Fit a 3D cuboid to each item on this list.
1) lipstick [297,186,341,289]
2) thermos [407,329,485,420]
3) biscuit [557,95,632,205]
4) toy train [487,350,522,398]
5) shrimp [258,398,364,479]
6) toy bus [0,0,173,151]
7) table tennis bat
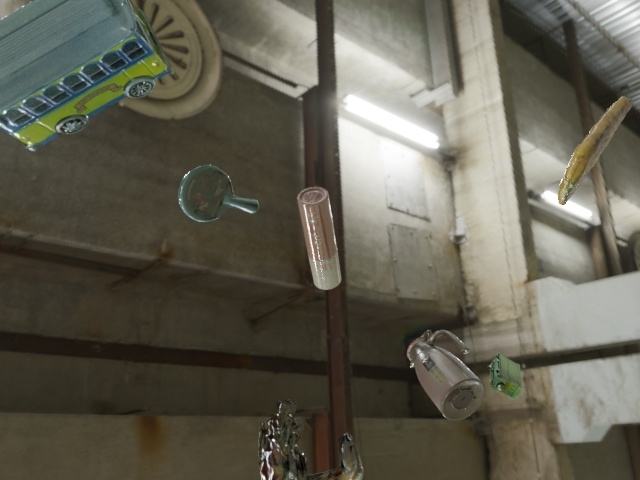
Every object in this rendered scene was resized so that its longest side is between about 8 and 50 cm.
[{"bbox_3d":[0.000,0.000,1.394,0.070,0.070,0.254,-55,-34,-41],"label":"lipstick"},{"bbox_3d":[0.266,0.270,1.301,0.105,0.137,0.193,18,-163,-29],"label":"thermos"},{"bbox_3d":[0.420,-0.142,0.932,0.029,0.118,0.247,32,-132,20],"label":"biscuit"},{"bbox_3d":[0.347,0.252,1.132,0.056,0.038,0.093,27,-154,2],"label":"toy train"},{"bbox_3d":[-0.018,0.472,1.292,0.233,0.071,0.364,-12,-64,-17],"label":"shrimp"},{"bbox_3d":[-0.438,-0.303,1.037,0.152,0.312,0.190,62,-177,12],"label":"toy bus"},{"bbox_3d":[-0.220,-0.095,1.325,0.201,0.033,0.124,14,-83,-41],"label":"table tennis bat"}]
